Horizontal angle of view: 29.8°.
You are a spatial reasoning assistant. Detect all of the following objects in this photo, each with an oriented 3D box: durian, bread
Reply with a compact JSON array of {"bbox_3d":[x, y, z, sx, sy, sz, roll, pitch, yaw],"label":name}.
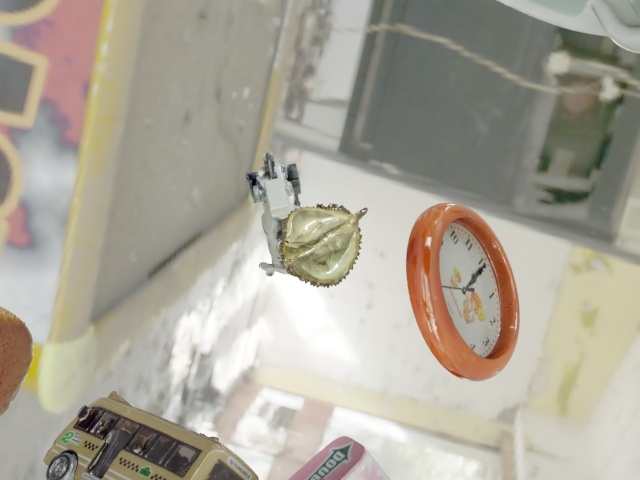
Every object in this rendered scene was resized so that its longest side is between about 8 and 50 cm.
[{"bbox_3d":[-0.002,-0.002,1.508,0.140,0.110,0.071,-36,-161,-25],"label":"durian"},{"bbox_3d":[-0.492,0.179,1.677,0.199,0.104,0.199,-39,141,-42],"label":"bread"}]

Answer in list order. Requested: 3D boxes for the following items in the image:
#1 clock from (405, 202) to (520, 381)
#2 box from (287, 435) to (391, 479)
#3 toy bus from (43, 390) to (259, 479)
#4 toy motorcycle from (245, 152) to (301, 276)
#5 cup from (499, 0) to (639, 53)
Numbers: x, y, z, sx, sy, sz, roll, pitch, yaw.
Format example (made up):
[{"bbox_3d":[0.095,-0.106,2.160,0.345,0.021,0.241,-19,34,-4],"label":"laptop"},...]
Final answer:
[{"bbox_3d":[0.159,0.057,1.354,0.205,0.051,0.205,24,59,-48],"label":"clock"},{"bbox_3d":[0.084,0.460,1.626,0.190,0.370,0.112,-40,-160,-12],"label":"box"},{"bbox_3d":[-0.226,0.307,1.583,0.139,0.289,0.157,49,64,-38],"label":"toy bus"},{"bbox_3d":[-0.060,-0.031,1.879,0.150,0.102,0.221,77,0,-49],"label":"toy motorcycle"},{"bbox_3d":[0.241,-0.312,0.915,0.357,0.259,0.275,-105,-153,-43],"label":"cup"}]
